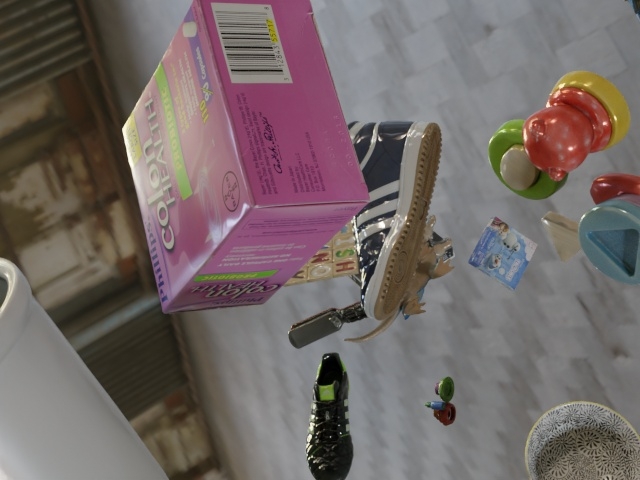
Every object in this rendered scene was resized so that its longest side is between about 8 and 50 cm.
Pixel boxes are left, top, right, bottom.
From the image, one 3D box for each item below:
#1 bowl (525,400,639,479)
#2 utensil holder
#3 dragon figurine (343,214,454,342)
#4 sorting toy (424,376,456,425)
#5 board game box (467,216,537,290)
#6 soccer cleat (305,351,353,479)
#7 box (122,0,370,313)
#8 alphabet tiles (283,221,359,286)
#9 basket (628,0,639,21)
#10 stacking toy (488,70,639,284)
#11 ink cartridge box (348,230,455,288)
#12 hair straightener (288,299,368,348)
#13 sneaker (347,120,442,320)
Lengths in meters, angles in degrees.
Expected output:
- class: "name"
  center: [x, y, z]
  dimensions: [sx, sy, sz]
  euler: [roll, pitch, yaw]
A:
- class: "bowl"
  center: [0.367, 0.320, 1.534]
  dimensions: [0.170, 0.170, 0.080]
  euler: [53, 165, 18]
- class: "utensil holder"
  center: [-0.410, 0.269, 1.375]
  dimensions: [0.327, 0.327, 0.385]
  euler: [23, 149, 58]
- class: "dragon figurine"
  center: [0.145, 0.080, 1.868]
  dimensions: [0.085, 0.289, 0.144]
  euler: [36, 168, -3]
- class: "sorting toy"
  center: [0.239, 0.322, 2.168]
  dimensions: [0.042, 0.061, 0.102]
  euler: [0, 101, 36]
- class: "board game box"
  center: [0.300, 0.022, 1.784]
  dimensions: [0.090, 0.090, 0.020]
  euler: [33, 164, -12]
- class: "soccer cleat"
  center: [0.009, 0.219, 1.339]
  dimensions: [0.179, 0.060, 0.072]
  euler: [-88, -9, -46]
- class: "box"
  center: [-0.082, -0.076, 1.032]
  dimensions: [0.243, 0.117, 0.213]
  euler: [-45, 55, 54]
- class: "alphabet tiles"
  center: [0.000, 0.000, 1.747]
  dimensions: [0.237, 0.198, 0.009]
  euler: [-90, -12, -61]
- class: "basket"
  center: [0.370, -0.267, 0.916]
  dimensions: [0.201, 0.254, 0.289]
  euler: [54, -165, -44]
- class: "stacking toy"
  center: [0.350, -0.058, 1.557]
  dimensions: [0.309, 0.130, 0.279]
  euler: [55, 149, -9]
- class: "ink cartridge box"
  center: [0.141, 0.021, 2.305]
  dimensions: [0.208, 0.206, 0.045]
  euler: [41, 154, 44]
- class: "hair straightener"
  center: [0.047, 0.145, 1.966]
  dimensions: [0.089, 0.230, 0.047]
  euler: [-54, -55, -75]
- class: "sneaker"
  center: [0.063, -0.036, 1.499]
  dimensions: [0.153, 0.282, 0.099]
  euler: [11, 169, 24]
